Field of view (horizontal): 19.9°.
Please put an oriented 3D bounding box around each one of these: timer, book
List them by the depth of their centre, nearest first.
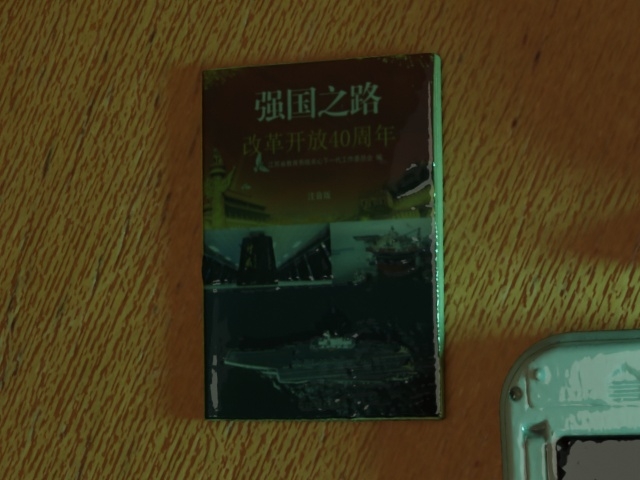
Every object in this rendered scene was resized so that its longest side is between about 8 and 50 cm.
[{"bbox_3d":[0.299,0.201,1.715,0.262,0.087,0.237,-4,85,20],"label":"timer"},{"bbox_3d":[0.000,0.000,1.873,0.262,0.028,0.374,-3,85,21],"label":"book"}]
